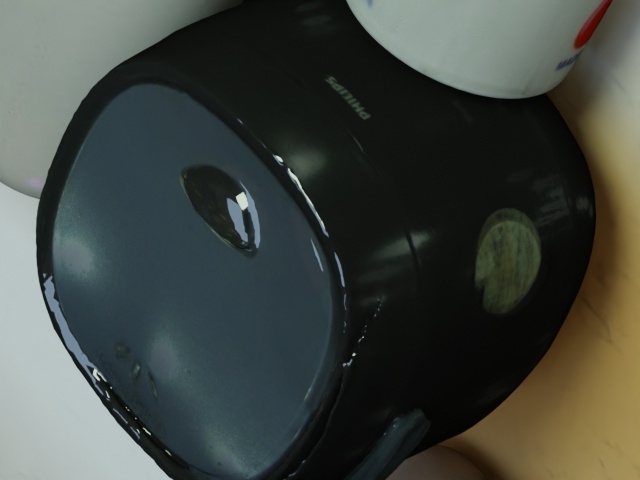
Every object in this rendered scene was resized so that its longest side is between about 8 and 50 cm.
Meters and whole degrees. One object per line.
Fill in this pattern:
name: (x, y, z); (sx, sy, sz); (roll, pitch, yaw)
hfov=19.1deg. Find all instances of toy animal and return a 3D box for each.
toy animal: (0.073, 0.176, 1.092); (0.114, 0.091, 0.082); (28, 137, 33)

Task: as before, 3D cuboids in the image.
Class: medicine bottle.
medicine bottle: (0.128, -0.230, 0.849); (0.130, 0.130, 0.341); (45, 131, 23)

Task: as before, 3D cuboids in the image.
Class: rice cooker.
rice cooker: (0.000, 0.000, 0.994); (0.267, 0.224, 0.267); (17, 117, 37)

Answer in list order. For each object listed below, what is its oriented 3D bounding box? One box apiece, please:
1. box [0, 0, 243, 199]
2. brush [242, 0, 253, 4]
box: (-0.187, -0.211, 1.080); (0.349, 0.141, 0.288); (46, 133, 16)
brush: (-0.075, -0.200, 1.119); (0.233, 0.047, 0.103); (52, 134, 18)
